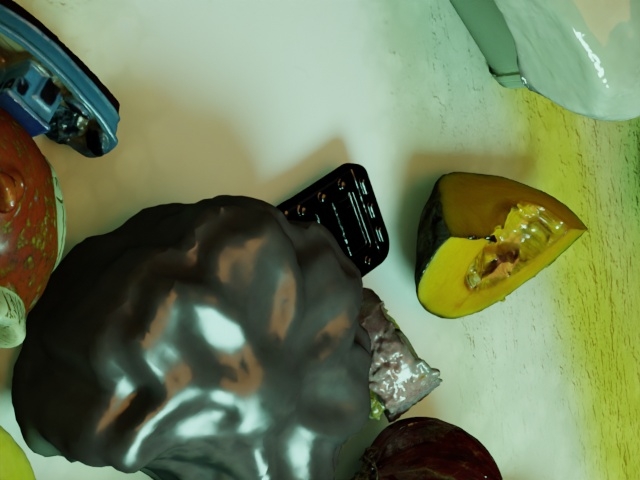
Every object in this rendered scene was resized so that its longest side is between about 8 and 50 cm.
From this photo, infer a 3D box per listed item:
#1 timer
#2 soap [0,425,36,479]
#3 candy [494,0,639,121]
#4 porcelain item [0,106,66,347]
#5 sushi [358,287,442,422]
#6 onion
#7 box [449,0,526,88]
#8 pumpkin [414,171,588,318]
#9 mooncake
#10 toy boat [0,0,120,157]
[{"bbox_3d":[0.000,0.000,1.292,0.187,0.055,0.144,-34,116,-30],"label":"timer"},{"bbox_3d":[-0.428,0.330,0.891,0.306,0.115,0.427,45,65,-31],"label":"soap"},{"bbox_3d":[0.386,-0.366,1.303,0.427,0.186,0.386,-38,109,-35],"label":"candy"},{"bbox_3d":[-0.323,-0.018,0.884,0.253,0.253,0.253,-4,96,-42],"label":"porcelain item"},{"bbox_3d":[0.070,0.149,1.320,0.107,0.241,0.161,-35,75,-2],"label":"sushi"},{"bbox_3d":[0.122,0.369,1.319,0.281,0.221,0.281,4,81,-27],"label":"onion"},{"bbox_3d":[0.305,-0.460,1.453,0.344,0.177,0.352,47,64,-30],"label":"box"},{"bbox_3d":[0.215,0.005,1.460,0.312,0.148,0.169,-1,135,-38],"label":"pumpkin"},{"bbox_3d":[-0.111,0.130,1.089,0.381,0.212,0.350,24,79,-39],"label":"mooncake"},{"bbox_3d":[-0.293,-0.155,0.988,0.223,0.100,0.097,44,51,-33],"label":"toy boat"}]
